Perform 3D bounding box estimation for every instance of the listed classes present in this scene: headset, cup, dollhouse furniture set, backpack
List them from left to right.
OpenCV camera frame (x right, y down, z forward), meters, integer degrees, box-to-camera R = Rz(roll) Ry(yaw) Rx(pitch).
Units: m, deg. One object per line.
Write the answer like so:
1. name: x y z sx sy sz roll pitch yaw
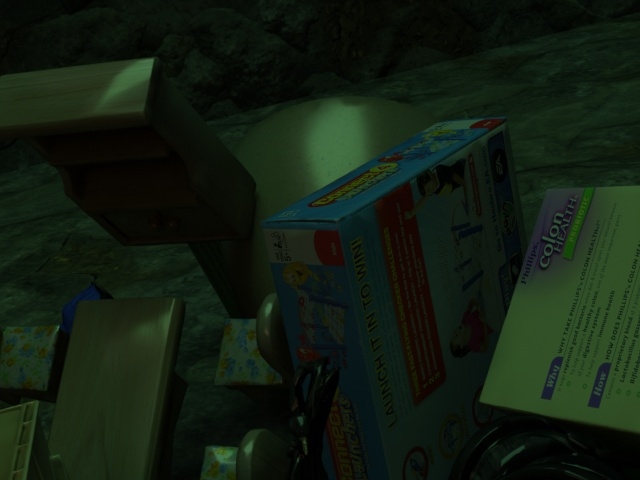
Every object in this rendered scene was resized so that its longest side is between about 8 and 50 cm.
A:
1. backpack: -0.285 0.128 1.600 0.101 0.098 0.120 -46 26 -8
2. dollhouse furniture set: -0.203 0.065 1.177 0.362 0.256 0.394 -3 63 22
3. cup: 0.033 0.040 1.394 0.331 0.331 0.237 -7 43 13
4. headset: 0.169 0.187 0.936 0.394 0.185 0.243 3 4 -1

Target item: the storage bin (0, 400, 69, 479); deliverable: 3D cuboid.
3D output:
1. storage bin: -0.281 0.214 0.721 0.262 0.123 0.260 -14 15 -5

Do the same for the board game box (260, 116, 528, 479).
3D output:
1. board game box: 0.097 0.071 1.187 0.086 0.308 0.302 2 21 38

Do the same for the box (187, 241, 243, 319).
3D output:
1. box: 0.000 0.000 1.579 0.322 0.232 0.058 -9 49 13

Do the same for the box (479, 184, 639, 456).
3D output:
1. box: 0.283 0.071 1.054 0.117 0.214 0.243 26 -14 -31
